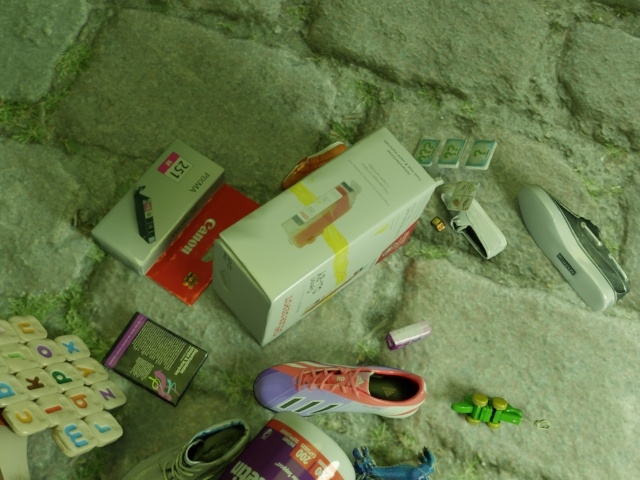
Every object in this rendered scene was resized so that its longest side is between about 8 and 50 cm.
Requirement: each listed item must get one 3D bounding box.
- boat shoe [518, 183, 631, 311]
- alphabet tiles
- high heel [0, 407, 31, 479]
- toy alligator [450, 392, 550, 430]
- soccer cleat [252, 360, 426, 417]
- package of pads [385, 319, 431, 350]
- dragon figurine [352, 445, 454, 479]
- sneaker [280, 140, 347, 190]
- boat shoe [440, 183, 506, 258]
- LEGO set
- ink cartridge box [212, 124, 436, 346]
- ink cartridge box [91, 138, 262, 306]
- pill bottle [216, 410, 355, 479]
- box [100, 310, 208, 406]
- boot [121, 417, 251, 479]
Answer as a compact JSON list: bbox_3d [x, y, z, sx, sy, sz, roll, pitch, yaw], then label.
[{"bbox_3d":[0.533,-0.001,1.617,0.102,0.108,0.301,-29,74,-19],"label":"boat shoe"},{"bbox_3d":[-0.459,0.239,1.312,0.021,0.278,0.284,-46,76,14],"label":"alphabet tiles"},{"bbox_3d":[-0.502,0.373,1.150,0.377,0.127,0.181,37,88,30],"label":"high heel"},{"bbox_3d":[0.339,0.323,1.472,0.189,0.056,0.051,11,24,-2],"label":"toy alligator"},{"bbox_3d":[0.037,0.266,1.420,0.318,0.116,0.109,5,64,-5],"label":"soccer cleat"},{"bbox_3d":[0.171,0.185,1.513,0.083,0.050,0.032,-17,68,-15],"label":"package of pads"},{"bbox_3d":[0.174,0.464,1.362,0.144,0.085,0.289,-35,73,-20],"label":"dragon figurine"},{"bbox_3d":[-0.005,-0.149,1.643,0.175,0.064,0.067,-31,82,-17],"label":"sneaker"},{"bbox_3d":[0.309,-0.038,1.634,0.063,0.066,0.184,-36,84,-22],"label":"boat shoe"},{"bbox_3d":[0.243,-0.131,1.626,0.182,0.060,0.244,8,60,35],"label":"LEGO set"},{"bbox_3d":[0.000,0.000,1.454,0.384,0.279,0.160,-35,75,-20],"label":"ink cartridge box"},{"bbox_3d":[-0.277,-0.040,1.559,0.239,0.060,0.275,32,65,10],"label":"ink cartridge box"},{"bbox_3d":[-0.102,0.453,1.279,0.181,0.181,0.323,39,66,11],"label":"pill bottle"},{"bbox_3d":[-0.308,0.221,1.448,0.162,0.029,0.116,28,66,8],"label":"box"},{"bbox_3d":[-0.237,0.380,1.328,0.258,0.123,0.095,-29,71,-19],"label":"boot"}]
